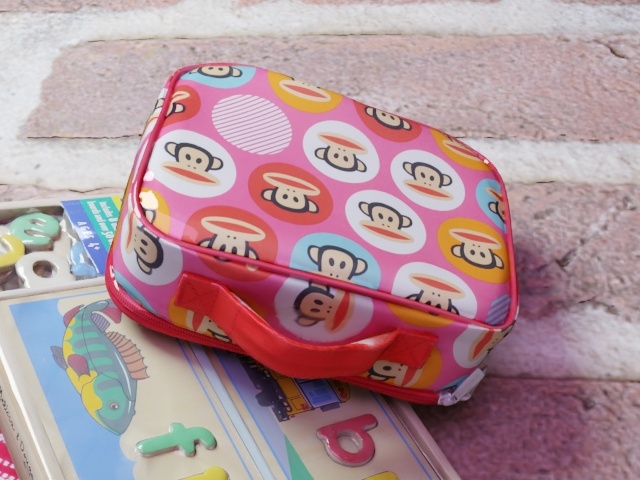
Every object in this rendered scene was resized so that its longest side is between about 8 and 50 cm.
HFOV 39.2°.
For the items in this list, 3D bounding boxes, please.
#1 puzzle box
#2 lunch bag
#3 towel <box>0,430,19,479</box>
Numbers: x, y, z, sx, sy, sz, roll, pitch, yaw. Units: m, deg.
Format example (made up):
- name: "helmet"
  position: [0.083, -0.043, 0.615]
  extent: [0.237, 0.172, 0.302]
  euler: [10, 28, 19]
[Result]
- name: "puzzle box"
  position: [-0.074, 0.115, 0.626]
  extent: [0.272, 0.052, 0.409]
  euler: [-8, 47, -37]
- name: "lunch bag"
  position: [0.000, 0.000, 0.661]
  extent: [0.293, 0.120, 0.258]
  euler: [17, 39, -10]
- name: "towel"
  position: [-0.228, 0.097, 0.640]
  extent: [0.199, 0.031, 0.275]
  euler: [26, 42, 5]
